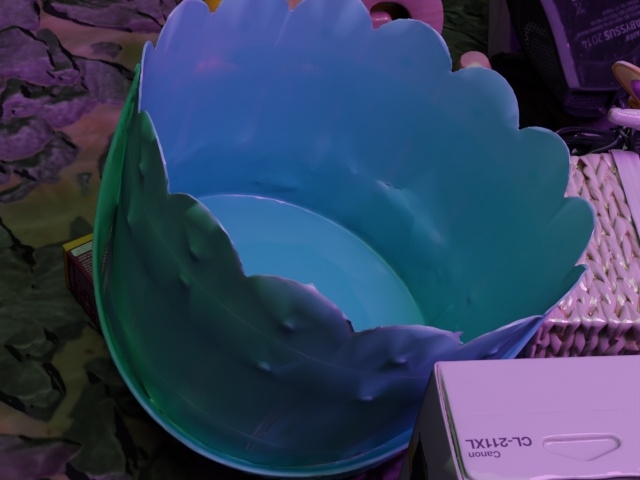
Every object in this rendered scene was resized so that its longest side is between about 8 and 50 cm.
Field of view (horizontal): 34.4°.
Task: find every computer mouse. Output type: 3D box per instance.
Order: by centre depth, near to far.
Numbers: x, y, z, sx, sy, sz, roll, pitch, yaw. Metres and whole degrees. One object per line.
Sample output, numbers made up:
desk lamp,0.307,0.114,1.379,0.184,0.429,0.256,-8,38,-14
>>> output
computer mouse,0.211,-0.181,0.871,0.189,0.072,0.272,-18,97,-22

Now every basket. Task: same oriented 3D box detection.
basket,0.175,0.030,0.711,0.103,0.113,0.167,0,46,-5

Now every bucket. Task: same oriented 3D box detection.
bucket,0.000,0.000,0.630,0.281,0.183,0.281,14,44,-14

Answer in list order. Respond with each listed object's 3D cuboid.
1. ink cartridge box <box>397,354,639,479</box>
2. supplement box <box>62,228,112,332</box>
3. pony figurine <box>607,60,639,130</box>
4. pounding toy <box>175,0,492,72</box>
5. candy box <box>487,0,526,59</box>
ink cartridge box,0.112,0.140,0.555,0.128,0.175,0.072,0,47,-9
supplement box,-0.133,0.032,0.711,0.055,0.043,0.083,-24,54,-29
pony figurine,0.417,-0.040,0.707,0.351,0.302,0.363,-24,62,-23
pounding toy,0.021,-0.155,0.833,0.270,0.154,0.154,-3,47,-10
candy box,0.258,-0.250,0.950,0.196,0.164,0.070,-1,4,-8
